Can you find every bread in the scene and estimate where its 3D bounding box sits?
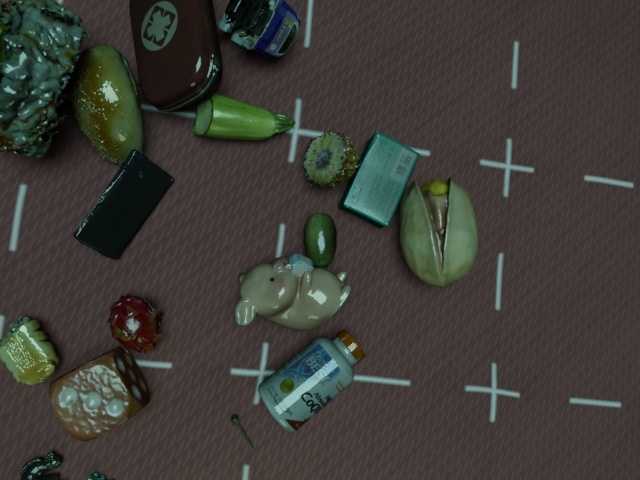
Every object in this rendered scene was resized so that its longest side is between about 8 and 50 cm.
[{"bbox_3d":[-0.560,-0.367,1.216,0.171,0.192,0.314,-16,93,-29],"label":"bread"},{"bbox_3d":[-0.753,0.285,1.191,0.119,0.084,0.177,-32,91,-9],"label":"bread"}]

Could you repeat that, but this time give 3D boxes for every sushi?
[{"bbox_3d":[-0.726,-0.406,1.125,0.175,0.417,0.418,14,81,-50],"label":"sushi"}]

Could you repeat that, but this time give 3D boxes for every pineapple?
[{"bbox_3d":[0.051,-0.221,1.339,0.136,0.176,0.162,9,53,-46],"label":"pineapple"}]

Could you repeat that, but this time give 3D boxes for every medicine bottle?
[{"bbox_3d":[-0.016,0.370,1.266,0.288,0.157,0.157,-38,92,-10],"label":"medicine bottle"}]

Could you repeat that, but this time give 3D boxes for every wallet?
[{"bbox_3d":[-0.525,-0.091,1.248,0.285,0.030,0.146,-59,139,-10],"label":"wallet"}]

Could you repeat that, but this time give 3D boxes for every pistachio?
[{"bbox_3d":[0.334,-0.022,1.321,0.229,0.230,0.309,-5,94,-10],"label":"pistachio"}]

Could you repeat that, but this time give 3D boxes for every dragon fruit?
[{"bbox_3d":[-0.485,0.223,1.217,0.136,0.133,0.166,-20,99,-2],"label":"dragon fruit"}]

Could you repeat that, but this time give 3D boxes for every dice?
[{"bbox_3d":[-0.553,0.386,1.172,0.174,0.175,0.179,-27,94,-11],"label":"dice"}]

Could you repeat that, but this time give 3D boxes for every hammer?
[{"bbox_3d":[-0.214,0.534,1.288,0.019,0.035,0.110,-32,100,-9],"label":"hammer"}]

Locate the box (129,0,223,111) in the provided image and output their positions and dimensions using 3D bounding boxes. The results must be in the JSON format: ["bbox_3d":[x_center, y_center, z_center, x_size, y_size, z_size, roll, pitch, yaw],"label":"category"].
[{"bbox_3d":[-0.393,-0.551,1.247,0.263,0.108,0.404,-17,78,26],"label":"box"}]

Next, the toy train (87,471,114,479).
[{"bbox_3d":[-0.566,0.640,1.212,0.092,0.045,0.029,29,84,-3],"label":"toy train"}]

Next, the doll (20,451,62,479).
[{"bbox_3d":[-0.715,0.633,1.185,0.139,0.057,0.165,36,76,-2],"label":"doll"}]

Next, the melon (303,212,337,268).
[{"bbox_3d":[0.000,0.000,1.329,0.099,0.099,0.162,0,81,-9],"label":"melon"}]

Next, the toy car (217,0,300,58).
[{"bbox_3d":[-0.172,-0.626,1.319,0.235,0.158,0.172,47,110,34],"label":"toy car"}]

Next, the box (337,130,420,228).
[{"bbox_3d":[0.171,-0.176,1.376,0.153,0.092,0.245,26,83,-7],"label":"box"}]

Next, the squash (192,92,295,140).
[{"bbox_3d":[-0.216,-0.332,1.312,0.287,0.137,0.137,12,84,-11],"label":"squash"}]

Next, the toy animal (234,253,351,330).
[{"bbox_3d":[-0.080,0.139,1.248,0.256,0.195,0.213,27,115,-17],"label":"toy animal"}]
